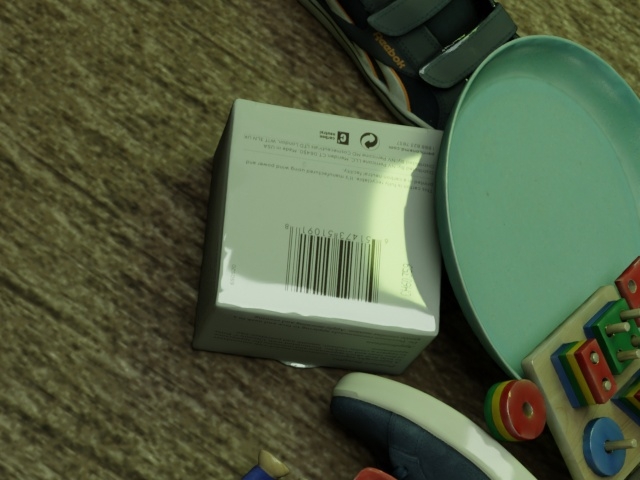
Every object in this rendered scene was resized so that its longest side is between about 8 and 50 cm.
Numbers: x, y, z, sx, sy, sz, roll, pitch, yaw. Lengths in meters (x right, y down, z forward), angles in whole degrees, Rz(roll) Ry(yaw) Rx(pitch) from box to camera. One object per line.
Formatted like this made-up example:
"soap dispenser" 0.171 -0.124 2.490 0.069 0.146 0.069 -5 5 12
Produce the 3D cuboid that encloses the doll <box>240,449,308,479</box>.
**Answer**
"doll" -0.077 0.253 1.320 0.129 0.046 0.189 35 72 0

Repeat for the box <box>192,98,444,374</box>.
"box" 0.000 0.000 1.394 0.181 0.119 0.182 8 68 -11

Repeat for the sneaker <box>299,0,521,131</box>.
"sneaker" 0.087 -0.193 1.487 0.321 0.127 0.126 42 65 2

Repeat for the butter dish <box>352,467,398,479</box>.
"butter dish" 0.041 0.273 1.255 0.160 0.118 0.160 32 108 24

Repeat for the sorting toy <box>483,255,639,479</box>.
"sorting toy" 0.239 0.115 1.370 0.274 0.046 0.132 -36 105 -44

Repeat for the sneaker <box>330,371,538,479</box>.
"sneaker" 0.123 0.250 1.332 0.350 0.131 0.148 39 79 9

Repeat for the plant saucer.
"plant saucer" 0.197 -0.010 1.423 0.317 0.043 0.318 14 70 -41

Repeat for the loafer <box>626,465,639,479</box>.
"loafer" 0.401 0.158 1.415 0.366 0.130 0.134 -43 105 -20
